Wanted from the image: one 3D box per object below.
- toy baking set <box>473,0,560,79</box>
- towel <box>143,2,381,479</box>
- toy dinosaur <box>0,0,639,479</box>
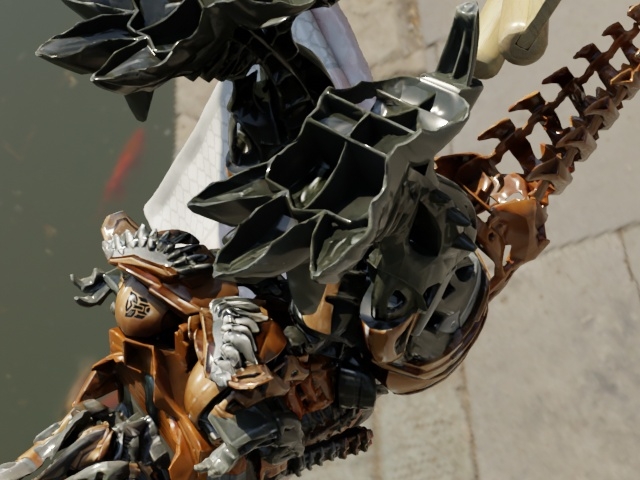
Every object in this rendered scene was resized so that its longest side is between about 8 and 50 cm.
[{"bbox_3d":[0.134,-0.166,0.439,0.197,0.030,0.256,-38,21,57],"label":"toy baking set"},{"bbox_3d":[-0.038,0.010,0.970,0.332,0.053,0.317,-51,49,46],"label":"towel"},{"bbox_3d":[0.000,0.000,0.484,0.164,0.218,0.322,22,62,31],"label":"toy dinosaur"}]
